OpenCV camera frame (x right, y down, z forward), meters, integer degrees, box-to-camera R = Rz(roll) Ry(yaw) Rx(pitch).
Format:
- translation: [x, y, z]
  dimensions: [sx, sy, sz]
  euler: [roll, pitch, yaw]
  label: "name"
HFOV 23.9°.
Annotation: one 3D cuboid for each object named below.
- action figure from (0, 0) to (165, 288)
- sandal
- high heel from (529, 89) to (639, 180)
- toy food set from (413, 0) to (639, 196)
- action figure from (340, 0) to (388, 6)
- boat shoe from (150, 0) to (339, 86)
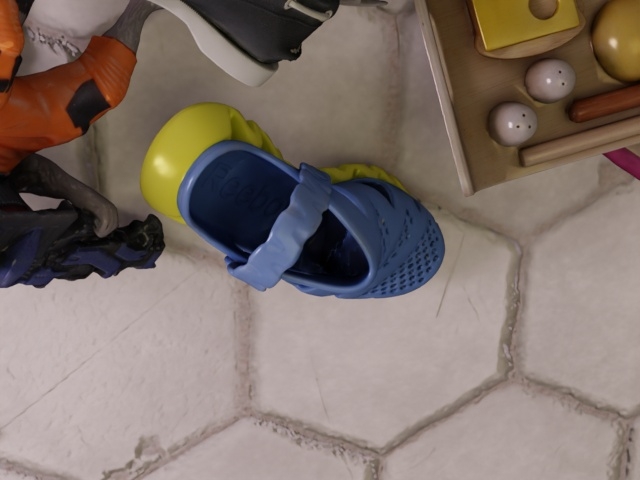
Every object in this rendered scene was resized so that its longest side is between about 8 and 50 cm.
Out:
- translation: [-0.228, -0.070, 1.126]
  dimensions: [0.330, 0.178, 0.341]
  euler: [-55, 160, 9]
  label: "action figure"
- translation: [0.000, 0.000, 1.201]
  dimensions: [0.317, 0.138, 0.126]
  euler: [15, 113, -49]
  label: "sandal"
- translation: [0.228, -0.115, 1.295]
  dimensions: [0.244, 0.117, 0.082]
  euler: [22, 79, -7]
  label: "high heel"
- translation: [0.226, -0.180, 1.181]
  dimensions: [0.306, 0.092, 0.220]
  euler: [-16, 94, -7]
  label: "toy food set"
- translation: [-0.008, -0.284, 1.103]
  dimensions: [0.185, 0.099, 0.285]
  euler: [13, 107, -7]
  label: "action figure"
- translation: [-0.096, -0.205, 0.994]
  dimensions: [0.091, 0.114, 0.302]
  euler: [-38, 150, 16]
  label: "boat shoe"
